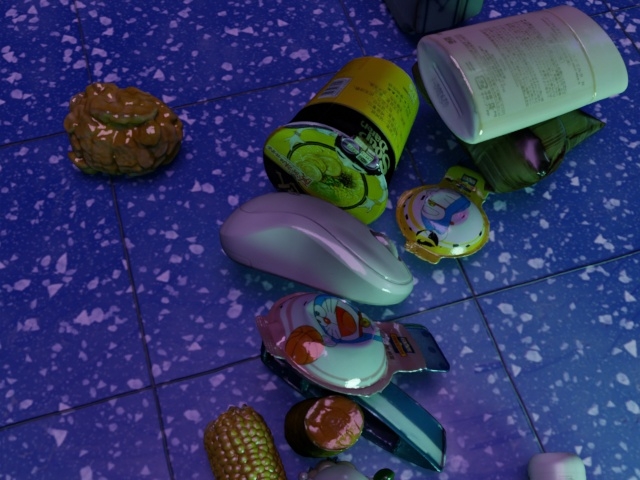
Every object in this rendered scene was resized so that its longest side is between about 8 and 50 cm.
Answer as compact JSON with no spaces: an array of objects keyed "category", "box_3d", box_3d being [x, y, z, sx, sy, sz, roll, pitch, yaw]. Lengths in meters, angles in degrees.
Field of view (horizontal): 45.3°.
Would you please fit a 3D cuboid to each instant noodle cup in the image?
[{"category":"instant noodle cup","box_3d":[0.050,-0.172,1.227,0.216,0.215,0.236,22,55,12]}]

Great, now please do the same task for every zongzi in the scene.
[{"category":"zongzi","box_3d":[0.330,-0.240,1.284,0.300,0.138,0.286,-28,81,-33]}]

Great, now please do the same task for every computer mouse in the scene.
[{"category":"computer mouse","box_3d":[0.000,0.000,1.132,0.297,0.184,0.121,15,98,17]}]

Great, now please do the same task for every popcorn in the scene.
[{"category":"popcorn","box_3d":[-0.335,-0.183,1.258,0.194,0.140,0.163,31,59,18]}]

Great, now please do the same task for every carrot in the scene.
[{"category":"carrot","box_3d":[-0.001,0.241,0.993,0.082,0.173,0.082,4,70,-12]}]

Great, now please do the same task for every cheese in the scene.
[{"category":"cheese","box_3d":[0.211,-0.056,1.232,0.157,0.064,0.250,29,51,14]},{"category":"cheese","box_3d":[0.046,0.136,1.016,0.286,0.074,0.188,9,36,-29]}]

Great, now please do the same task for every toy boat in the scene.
[{"category":"toy boat","box_3d":[0.051,0.214,1.058,0.299,0.096,0.061,33,56,15]}]

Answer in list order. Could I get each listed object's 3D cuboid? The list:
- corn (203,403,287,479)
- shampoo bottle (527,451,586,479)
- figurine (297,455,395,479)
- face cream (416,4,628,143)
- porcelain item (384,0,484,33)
[{"category":"corn","box_3d":[-0.079,0.338,0.985,0.091,0.091,0.260,-17,66,-14]},{"category":"shampoo bottle","box_3d":[0.311,0.372,0.980,0.074,0.074,0.191,-1,69,-1]},{"category":"figurine","box_3d":[0.053,0.358,0.977,0.197,0.093,0.147,39,88,11]},{"category":"face cream","box_3d":[0.312,-0.262,1.155,0.349,0.081,0.173,-22,80,-31]},{"category":"porcelain item","box_3d":[0.193,-0.549,1.392,0.157,0.281,0.285,-19,61,-9]}]
